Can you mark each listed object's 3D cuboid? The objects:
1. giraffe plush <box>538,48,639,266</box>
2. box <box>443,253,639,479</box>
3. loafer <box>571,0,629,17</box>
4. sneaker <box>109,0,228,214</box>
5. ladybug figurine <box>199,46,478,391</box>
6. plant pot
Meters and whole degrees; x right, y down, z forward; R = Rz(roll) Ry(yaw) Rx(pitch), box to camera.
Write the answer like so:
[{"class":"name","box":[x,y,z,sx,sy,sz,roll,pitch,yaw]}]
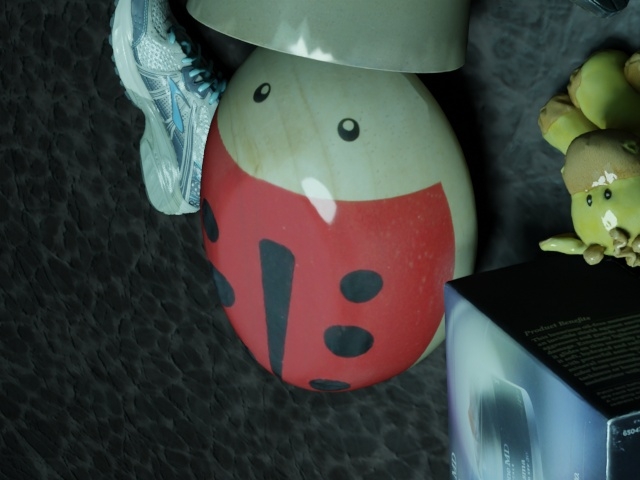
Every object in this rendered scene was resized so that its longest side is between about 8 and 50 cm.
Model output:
[{"class":"giraffe plush","box":[0.265,-0.051,1.198,0.210,0.170,0.181,47,134,7]},{"class":"box","box":[0.250,0.203,1.254,0.294,0.183,0.296,-136,38,-61]},{"class":"loafer","box":[0.201,-0.255,1.219,0.170,0.062,0.061,49,157,10]},{"class":"sneaker","box":[-0.140,-0.167,1.521,0.122,0.110,0.283,-3,116,20]},{"class":"ladybug figurine","box":[0.000,0.000,1.405,0.305,0.162,0.449,21,137,24]},{"class":"plant pot","box":[0.033,-0.313,1.207,0.256,0.256,0.274,23,112,27]}]
